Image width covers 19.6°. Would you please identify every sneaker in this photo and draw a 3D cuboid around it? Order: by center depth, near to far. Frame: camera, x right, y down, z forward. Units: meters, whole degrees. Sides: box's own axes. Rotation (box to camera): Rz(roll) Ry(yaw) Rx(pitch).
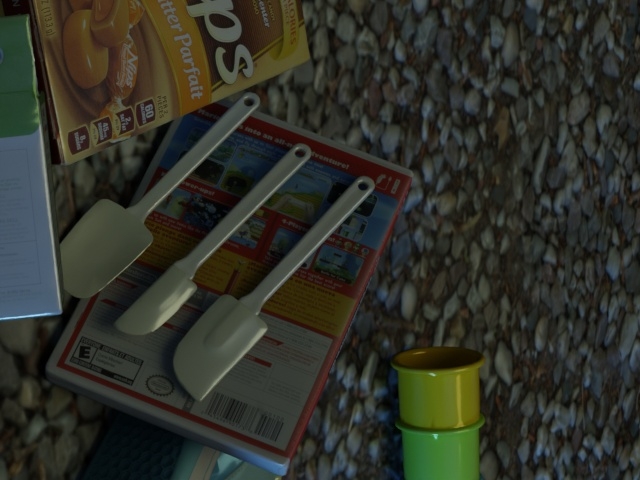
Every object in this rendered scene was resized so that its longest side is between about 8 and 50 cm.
[{"bbox_3d":[-0.066,0.174,1.548,0.319,0.127,0.208,-57,134,-22],"label":"sneaker"}]

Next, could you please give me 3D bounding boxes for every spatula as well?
[{"bbox_3d":[-0.082,-0.009,1.467,0.242,0.168,0.019,-48,168,-24],"label":"spatula"}]

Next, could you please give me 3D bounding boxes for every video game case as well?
[{"bbox_3d":[-0.068,0.026,1.479,0.025,0.204,0.285,99,14,-62],"label":"video game case"}]

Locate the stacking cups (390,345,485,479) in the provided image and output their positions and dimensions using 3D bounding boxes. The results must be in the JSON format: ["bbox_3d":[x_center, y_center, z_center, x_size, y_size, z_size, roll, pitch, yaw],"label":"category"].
[{"bbox_3d":[0.121,0.270,1.847,0.096,0.096,0.316,-14,105,-54],"label":"stacking cups"}]

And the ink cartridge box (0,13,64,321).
[{"bbox_3d":[-0.242,-0.049,1.279,0.062,0.109,0.209,-121,-154,-79],"label":"ink cartridge box"}]

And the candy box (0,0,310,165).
[{"bbox_3d":[-0.141,-0.188,1.438,0.316,0.087,0.183,-29,116,-49],"label":"candy box"}]
